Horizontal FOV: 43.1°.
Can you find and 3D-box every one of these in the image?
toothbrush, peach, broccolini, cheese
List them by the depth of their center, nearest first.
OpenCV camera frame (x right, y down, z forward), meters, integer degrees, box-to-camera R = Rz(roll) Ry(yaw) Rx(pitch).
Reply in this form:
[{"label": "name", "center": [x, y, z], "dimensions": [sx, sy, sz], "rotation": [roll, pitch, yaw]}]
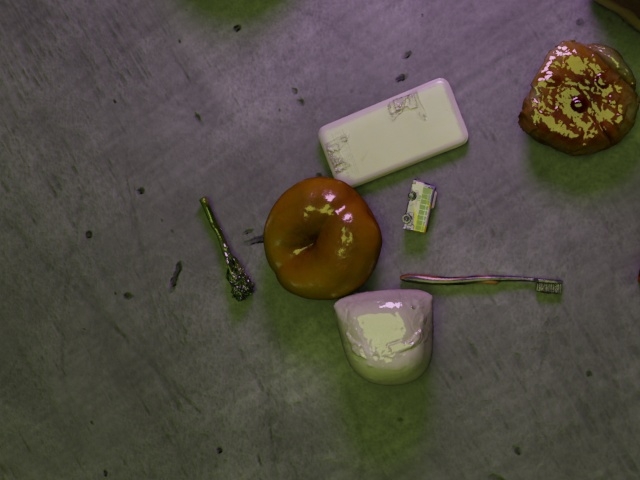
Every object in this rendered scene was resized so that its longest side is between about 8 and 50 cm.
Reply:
[{"label": "cheese", "center": [0.131, 0.193, 1.606], "dimensions": [0.198, 0.154, 0.189], "rotation": [-6, 85, 9]}, {"label": "toothbrush", "center": [0.318, 0.081, 1.624], "dimensions": [0.321, 0.023, 0.031], "rotation": [4, 86, 13]}, {"label": "peach", "center": [0.000, 0.000, 1.631], "dimensions": [0.251, 0.153, 0.251], "rotation": [0, 90, 18]}, {"label": "broccolini", "center": [-0.202, 0.015, 1.732], "dimensions": [0.051, 0.054, 0.239], "rotation": [-20, 85, -22]}]

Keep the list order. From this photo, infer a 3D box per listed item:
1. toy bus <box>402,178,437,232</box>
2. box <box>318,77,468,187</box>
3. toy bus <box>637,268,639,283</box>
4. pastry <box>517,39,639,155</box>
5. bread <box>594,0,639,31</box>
[{"label": "toy bus", "center": [0.200, -0.069, 1.628], "dimensions": [0.058, 0.052, 0.102], "rotation": [13, 98, 10]}, {"label": "box", "center": [0.145, -0.213, 1.637], "dimensions": [0.285, 0.044, 0.142], "rotation": [-21, 91, 13]}, {"label": "toy bus", "center": [0.623, 0.064, 1.479], "dimensions": [0.074, 0.162, 0.070], "rotation": [15, 97, 15]}, {"label": "pastry", "center": [0.481, -0.264, 1.525], "dimensions": [0.229, 0.100, 0.218], "rotation": [-26, 87, 12]}, {"label": "bread", "center": [0.673, -0.516, 1.328], "dimensions": [0.279, 0.371, 0.390], "rotation": [37, 104, 4]}]
